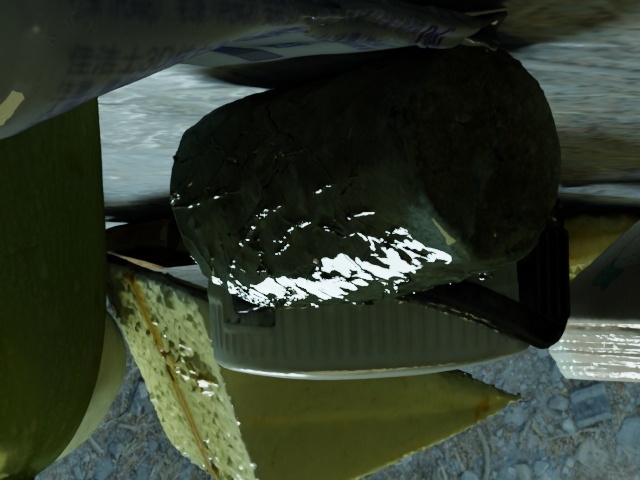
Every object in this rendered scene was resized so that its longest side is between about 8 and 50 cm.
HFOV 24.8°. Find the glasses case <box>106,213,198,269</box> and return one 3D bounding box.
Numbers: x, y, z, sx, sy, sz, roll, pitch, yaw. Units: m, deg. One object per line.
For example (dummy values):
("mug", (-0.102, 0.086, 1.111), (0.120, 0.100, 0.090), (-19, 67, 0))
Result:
("glasses case", (-0.147, -0.002, 1.348), (0.064, 0.041, 0.170), (15, 171, -25))

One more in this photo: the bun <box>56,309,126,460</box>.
("bun", (-0.339, 0.106, 1.282), (0.326, 0.235, 0.362), (9, 173, 24))

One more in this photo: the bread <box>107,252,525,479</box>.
("bread", (0.001, 0.084, 1.327), (0.404, 0.242, 0.345), (-20, -166, -31))

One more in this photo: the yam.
("yam", (0.021, -0.024, 0.587), (0.107, 0.107, 0.183), (2, 174, -29))

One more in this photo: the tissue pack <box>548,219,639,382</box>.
("tissue pack", (0.290, 0.027, 0.972), (0.170, 0.071, 0.325), (-38, -169, -20))

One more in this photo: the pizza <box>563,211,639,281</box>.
("pizza", (0.177, 0.042, 1.256), (0.323, 0.089, 0.223), (-4, 161, -42))

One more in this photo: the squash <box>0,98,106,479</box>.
("squash", (-0.145, 0.019, 0.632), (0.123, 0.187, 0.123), (-6, 174, -1))

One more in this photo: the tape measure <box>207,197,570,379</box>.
("tape measure", (0.061, 0.014, 0.959), (0.271, 0.133, 0.231), (-1, -176, -5))

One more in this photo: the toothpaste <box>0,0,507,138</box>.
("toothpaste", (-0.049, -0.060, 0.391), (0.099, 0.069, 0.282), (31, -160, 23))
